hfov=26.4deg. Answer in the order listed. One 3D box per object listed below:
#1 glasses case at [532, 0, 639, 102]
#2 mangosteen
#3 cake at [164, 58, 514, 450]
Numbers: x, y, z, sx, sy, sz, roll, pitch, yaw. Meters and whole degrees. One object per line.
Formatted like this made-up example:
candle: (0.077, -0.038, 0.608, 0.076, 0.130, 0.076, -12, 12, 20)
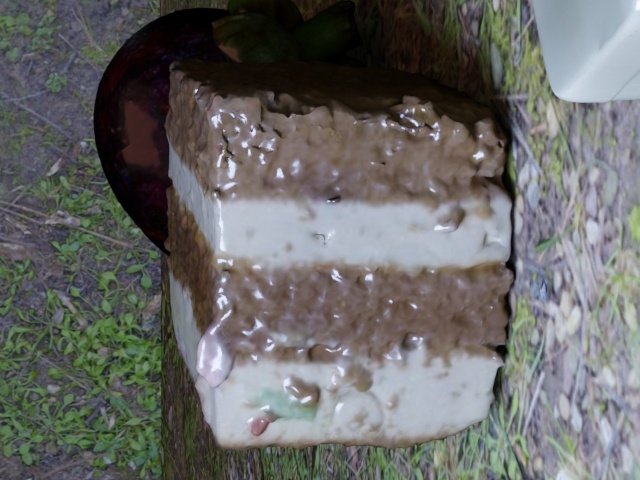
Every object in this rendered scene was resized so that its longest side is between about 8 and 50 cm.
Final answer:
glasses case: (0.168, -0.247, 0.826, 0.131, 0.070, 0.313, 124, 141, -66)
mangosteen: (-0.078, -0.111, 1.427, 0.300, 0.300, 0.300, 178, 90, -75)
cake: (0.000, 0.000, 1.139, 0.282, 0.255, 0.290, -129, 44, -68)
